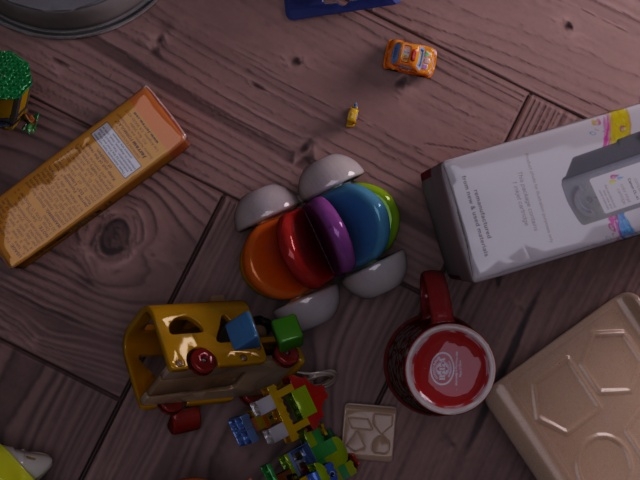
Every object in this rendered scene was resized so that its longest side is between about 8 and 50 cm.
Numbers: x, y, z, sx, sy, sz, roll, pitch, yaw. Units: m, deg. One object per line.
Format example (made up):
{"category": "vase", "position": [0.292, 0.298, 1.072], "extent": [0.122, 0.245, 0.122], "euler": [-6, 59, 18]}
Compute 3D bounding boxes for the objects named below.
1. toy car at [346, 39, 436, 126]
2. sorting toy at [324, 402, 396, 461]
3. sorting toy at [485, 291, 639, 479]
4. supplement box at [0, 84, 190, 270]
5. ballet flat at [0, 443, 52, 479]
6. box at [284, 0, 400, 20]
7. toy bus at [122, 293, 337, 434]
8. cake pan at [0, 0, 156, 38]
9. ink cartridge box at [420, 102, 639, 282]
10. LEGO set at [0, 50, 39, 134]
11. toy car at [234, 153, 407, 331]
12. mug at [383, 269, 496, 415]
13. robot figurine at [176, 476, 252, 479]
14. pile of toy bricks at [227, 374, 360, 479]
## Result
{"category": "toy car", "position": [0.079, -0.166, 1.756], "extent": [0.060, 0.040, 0.122], "euler": [30, 87, 0]}
{"category": "sorting toy", "position": [0.039, 0.206, 1.752], "extent": [0.083, 0.012, 0.062], "euler": [5, 92, -4]}
{"category": "sorting toy", "position": [0.303, 0.186, 1.730], "extent": [0.208, 0.038, 0.193], "euler": [-33, 88, -17]}
{"category": "supplement box", "position": [-0.253, -0.064, 1.728], "extent": [0.233, 0.078, 0.080], "euler": [-39, 88, -3]}
{"category": "ballet flat", "position": [-0.299, 0.273, 1.722], "extent": [0.231, 0.077, 0.077], "euler": [46, 66, -1]}
{"category": "box", "position": [0.012, -0.359, 1.753], "extent": [0.136, 0.036, 0.225], "euler": [-7, 89, 13]}
{"category": "toy bus", "position": [-0.105, 0.111, 1.697], "extent": [0.191, 0.202, 0.104], "euler": [-24, 64, 6]}
{"category": "cake pan", "position": [-0.281, -0.367, 1.754], "extent": [0.293, 0.054, 0.293], "euler": [0, 87, -1]}
{"category": "ink cartridge box", "position": [0.271, -0.057, 1.663], "extent": [0.306, 0.226, 0.131], "euler": [-17, 89, -3]}
{"category": "LEGO set", "position": [-0.477, -0.136, 1.708], "extent": [0.331, 0.192, 0.255], "euler": [27, 58, -3]}
{"category": "toy car", "position": [0.000, 0.000, 1.699], "extent": [0.182, 0.136, 0.159], "euler": [-25, 88, -2]}
{"category": "mug", "position": [0.116, 0.116, 1.680], "extent": [0.113, 0.169, 0.150], "euler": [-32, 89, -2]}
{"category": "robot figurine", "position": [-0.145, 0.335, 1.667], "extent": [0.158, 0.128, 0.219], "euler": [29, 102, -32]}
{"category": "pile of toy bricks", "position": [-0.005, 0.244, 1.708], "extent": [0.105, 0.118, 0.212], "euler": [-25, 90, -32]}
